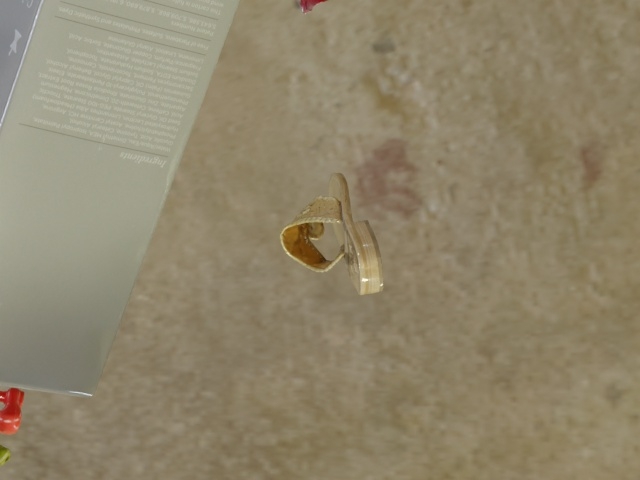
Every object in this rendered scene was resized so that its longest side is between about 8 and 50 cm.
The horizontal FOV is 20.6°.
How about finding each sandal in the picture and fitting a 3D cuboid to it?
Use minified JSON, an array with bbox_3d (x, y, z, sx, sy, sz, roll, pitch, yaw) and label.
[{"bbox_3d":[-0.001,-0.006,1.783,0.079,0.240,0.088,-9,111,-8],"label":"sandal"}]

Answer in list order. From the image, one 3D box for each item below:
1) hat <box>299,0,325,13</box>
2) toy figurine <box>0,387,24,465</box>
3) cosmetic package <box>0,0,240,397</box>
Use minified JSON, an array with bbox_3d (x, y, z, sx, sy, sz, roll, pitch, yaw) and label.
[{"bbox_3d":[0.081,-0.210,0.626,0.173,0.183,0.208,60,44,-53],"label":"hat"},{"bbox_3d":[-0.364,0.177,1.504,0.191,0.217,0.362,9,51,-14],"label":"toy figurine"},{"bbox_3d":[-0.133,-0.057,0.859,0.107,0.127,0.238,15,106,-32],"label":"cosmetic package"}]
